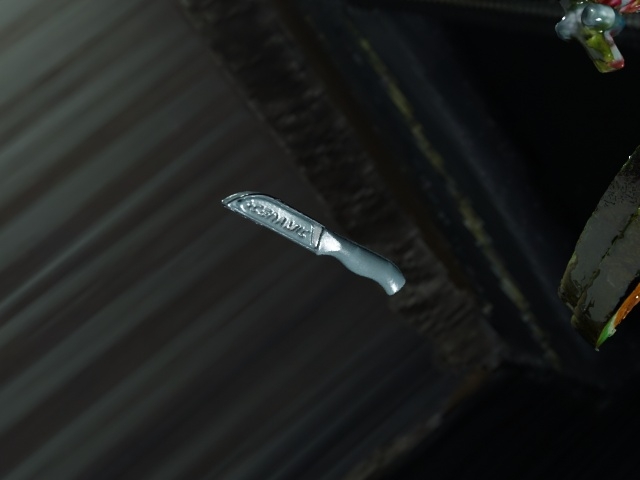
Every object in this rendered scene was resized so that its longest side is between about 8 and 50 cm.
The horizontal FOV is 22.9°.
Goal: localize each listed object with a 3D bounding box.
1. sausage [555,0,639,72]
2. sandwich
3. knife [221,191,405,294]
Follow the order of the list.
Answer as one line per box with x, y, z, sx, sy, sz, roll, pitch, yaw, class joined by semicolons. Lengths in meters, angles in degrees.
0.128;-0.234;0.831;0.125;0.117;0.317;38;44;-57;sausage
0.106;-0.007;0.508;0.026;0.069;0.101;37;-30;14;sandwich
0.001;0.000;1.317;0.210;0.028;0.015;29;6;-39;knife
